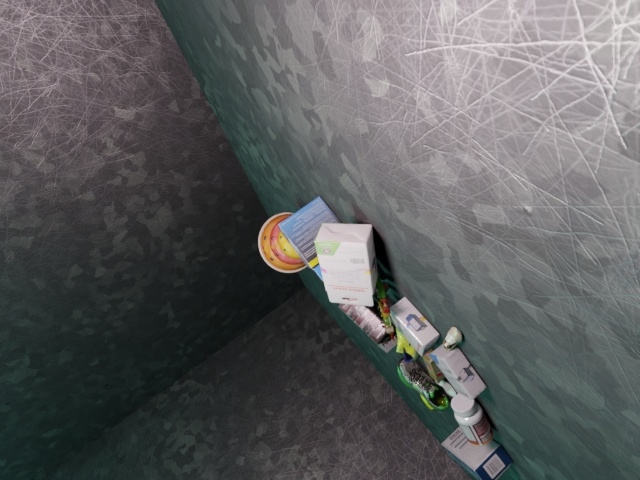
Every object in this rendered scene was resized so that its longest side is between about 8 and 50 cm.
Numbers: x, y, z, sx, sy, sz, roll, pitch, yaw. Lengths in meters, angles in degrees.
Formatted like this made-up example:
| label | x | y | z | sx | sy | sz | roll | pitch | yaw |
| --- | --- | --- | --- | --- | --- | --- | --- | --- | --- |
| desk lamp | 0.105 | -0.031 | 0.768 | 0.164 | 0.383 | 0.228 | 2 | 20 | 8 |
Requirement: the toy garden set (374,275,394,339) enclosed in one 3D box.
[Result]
| label | x | y | z | sx | sy | sz | roll | pitch | yaw |
| --- | --- | --- | --- | --- | --- | --- | --- | --- | --- |
| toy garden set | 0.267 | 0.309 | 1.771 | 0.203 | 0.049 | 0.244 | -98 | -6 | -62 |

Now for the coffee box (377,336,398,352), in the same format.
| label | x | y | z | sx | sy | sz | roll | pitch | yaw |
| --- | --- | --- | --- | --- | --- | --- | --- | --- | --- |
| coffee box | 0.326 | 0.503 | 2.376 | 0.246 | 0.098 | 0.141 | 57 | 168 | -11 |

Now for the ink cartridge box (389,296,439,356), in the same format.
| label | x | y | z | sx | sy | sz | roll | pitch | yaw |
| --- | --- | --- | --- | --- | --- | --- | --- | --- | --- |
| ink cartridge box | 0.392 | 0.366 | 1.750 | 0.212 | 0.093 | 0.154 | 51 | 168 | 30 |

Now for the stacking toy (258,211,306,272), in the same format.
| label | x | y | z | sx | sy | sz | roll | pitch | yaw |
| --- | --- | --- | --- | --- | --- | --- | --- | --- | --- |
| stacking toy | -0.129 | -0.013 | 2.190 | 0.350 | 0.351 | 0.480 | 55 | 163 | -3 |

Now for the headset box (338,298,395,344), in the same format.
| label | x | y | z | sx | sy | sz | roll | pitch | yaw |
| --- | --- | --- | --- | --- | --- | --- | --- | --- | --- |
| headset box | 0.238 | 0.365 | 2.043 | 0.293 | 0.110 | 0.218 | 42 | -169 | 26 |

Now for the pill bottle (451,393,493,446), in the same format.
| label | x | y | z | sx | sy | sz | roll | pitch | yaw |
| --- | --- | --- | --- | --- | --- | --- | --- | --- | --- |
| pill bottle | 0.653 | 0.772 | 1.789 | 0.221 | 0.121 | 0.121 | 60 | 167 | -20 |

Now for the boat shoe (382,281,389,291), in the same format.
| label | x | y | z | sx | sy | sz | roll | pitch | yaw |
| --- | --- | --- | --- | --- | --- | --- | --- | --- | --- |
| boat shoe | 0.282 | 0.225 | 1.908 | 0.049 | 0.043 | 0.137 | 50 | 169 | 11 |

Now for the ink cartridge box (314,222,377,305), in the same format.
| label | x | y | z | sx | sy | sz | roll | pitch | yaw |
| --- | --- | --- | --- | --- | --- | --- | --- | --- | --- |
| ink cartridge box | 0.115 | 0.102 | 1.664 | 0.207 | 0.119 | 0.353 | 3 | 132 | 17 |

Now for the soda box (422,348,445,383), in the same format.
| label | x | y | z | sx | sy | sz | roll | pitch | yaw |
| --- | --- | --- | --- | --- | --- | --- | --- | --- | --- |
| soda box | 0.522 | 0.571 | 1.890 | 0.058 | 0.061 | 0.181 | 40 | 162 | 51 |

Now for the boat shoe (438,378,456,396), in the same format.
| label | x | y | z | sx | sy | sz | roll | pitch | yaw |
| --- | --- | --- | --- | --- | --- | --- | --- | --- | --- |
| boat shoe | 0.603 | 0.692 | 1.969 | 0.125 | 0.038 | 0.046 | 31 | 112 | 51 |

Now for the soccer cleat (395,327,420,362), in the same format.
| label | x | y | z | sx | sy | sz | roll | pitch | yaw |
| --- | --- | --- | --- | --- | --- | --- | --- | --- | --- |
| soccer cleat | 0.398 | 0.470 | 1.944 | 0.093 | 0.121 | 0.289 | 37 | 159 | 57 |

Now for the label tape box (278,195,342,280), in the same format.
| label | x | y | z | sx | sy | sz | roll | pitch | yaw |
| --- | --- | --- | --- | --- | --- | --- | --- | --- | --- |
| label tape box | 0.000 | 0.000 | 1.896 | 0.333 | 0.241 | 0.106 | 52 | 168 | 13 |

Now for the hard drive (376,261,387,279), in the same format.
| label | x | y | z | sx | sy | sz | roll | pitch | yaw |
| --- | --- | --- | --- | --- | --- | --- | --- | --- | --- |
| hard drive | 0.242 | 0.132 | 1.853 | 0.094 | 0.022 | 0.135 | 55 | 168 | -6 |

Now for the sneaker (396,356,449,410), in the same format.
| label | x | y | z | sx | sy | sz | roll | pitch | yaw |
| --- | --- | --- | --- | --- | --- | --- | --- | --- | --- |
| sneaker | 0.550 | 0.749 | 2.182 | 0.343 | 0.134 | 0.146 | 44 | 160 | 7 |

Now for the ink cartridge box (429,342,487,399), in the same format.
| label | x | y | z | sx | sy | sz | roll | pitch | yaw |
| --- | --- | --- | --- | --- | --- | --- | --- | --- | --- |
| ink cartridge box | 0.533 | 0.507 | 1.615 | 0.190 | 0.082 | 0.139 | 53 | 169 | 1 |

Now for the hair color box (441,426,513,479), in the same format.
| label | x | y | z | sx | sy | sz | roll | pitch | yaw |
| --- | --- | --- | --- | --- | --- | --- | --- | --- | --- |
| hair color box | 0.749 | 1.031 | 2.012 | 0.105 | 0.174 | 0.347 | 53 | 169 | 1 |

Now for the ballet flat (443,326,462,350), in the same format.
| label | x | y | z | sx | sy | sz | roll | pitch | yaw |
| --- | --- | --- | --- | --- | --- | --- | --- | --- | --- |
| ballet flat | 0.478 | 0.365 | 1.505 | 0.057 | 0.052 | 0.168 | 48 | 166 | 31 |
